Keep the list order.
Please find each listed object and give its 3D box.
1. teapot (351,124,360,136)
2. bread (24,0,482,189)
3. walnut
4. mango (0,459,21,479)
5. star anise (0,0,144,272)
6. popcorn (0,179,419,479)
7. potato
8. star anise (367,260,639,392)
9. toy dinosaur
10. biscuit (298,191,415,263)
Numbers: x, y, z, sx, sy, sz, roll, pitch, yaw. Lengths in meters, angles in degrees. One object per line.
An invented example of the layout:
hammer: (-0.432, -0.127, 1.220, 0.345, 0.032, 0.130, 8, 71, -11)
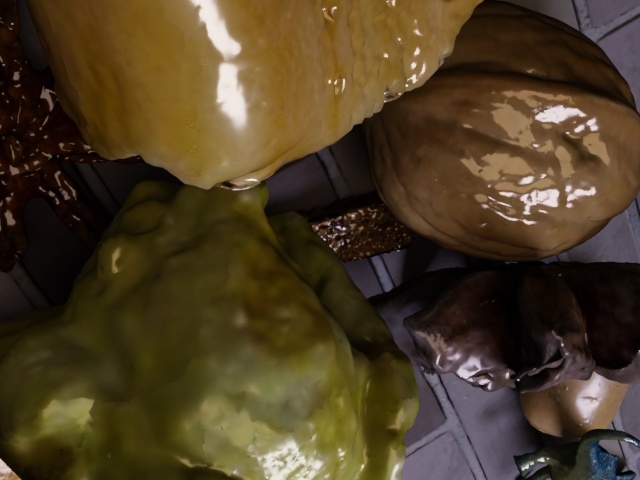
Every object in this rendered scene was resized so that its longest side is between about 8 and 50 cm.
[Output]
teapot: (-0.008, -0.117, 0.677, 0.083, 0.064, 0.049, -16, 147, -16)
bread: (-0.044, -0.279, 0.428, 0.361, 0.250, 0.394, -38, 145, -25)
walnut: (0.155, -0.093, 0.644, 0.261, 0.225, 0.225, 10, 107, -25)
mango: (-0.252, 0.168, 0.662, 0.316, 0.119, 0.177, 2, 100, -31)
star anise: (-0.245, -0.073, 0.575, 0.288, 0.088, 0.288, -13, 124, -21)
popcorn: (-0.086, 0.105, 0.570, 0.312, 0.312, 0.312, -7, 113, -17)
potato: (0.296, 0.150, 0.851, 0.118, 0.109, 0.178, 4, 110, -35)
star anise: (0.196, 0.076, 0.679, 0.331, 0.331, 0.118, 1, 89, -20)
toy dinosaur: (0.307, 0.280, 0.881, 0.147, 0.076, 0.363, -25, 148, 9)
biscuit: (0.000, 0.000, 0.728, 0.199, 0.034, 0.064, -16, 116, -13)
